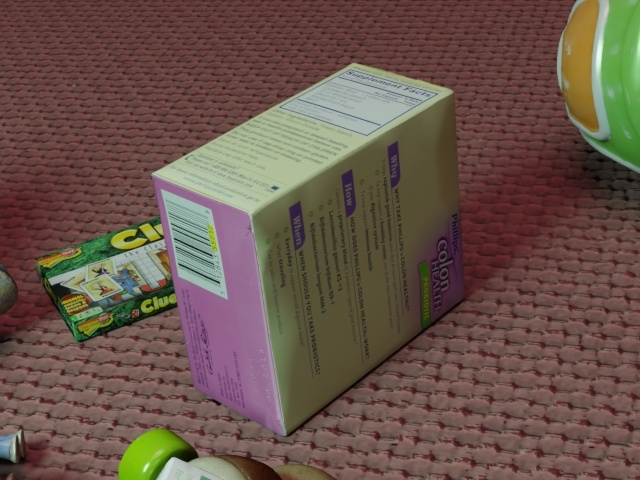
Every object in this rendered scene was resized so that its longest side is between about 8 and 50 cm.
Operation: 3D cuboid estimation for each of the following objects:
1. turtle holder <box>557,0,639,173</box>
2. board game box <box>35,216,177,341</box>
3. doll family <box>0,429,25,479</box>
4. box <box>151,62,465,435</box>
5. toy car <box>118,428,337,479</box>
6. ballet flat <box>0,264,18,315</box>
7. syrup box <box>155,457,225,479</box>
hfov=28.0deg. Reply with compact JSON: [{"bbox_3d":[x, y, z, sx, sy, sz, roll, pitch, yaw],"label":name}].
[{"bbox_3d":[0.386,-0.192,1.295,0.320,0.243,0.227,-33,21,-21],"label":"turtle holder"},{"bbox_3d":[-0.140,0.015,1.270,0.259,0.030,0.136,-20,31,-20],"label":"board game box"},{"bbox_3d":[-0.295,0.174,0.975,0.111,0.076,0.193,-4,-9,0],"label":"doll family"},{"bbox_3d":[0.000,0.000,1.081,0.117,0.214,0.243,22,42,39],"label":"box"},{"bbox_3d":[-0.028,0.210,0.867,0.155,0.149,0.188,28,17,39],"label":"toy car"},{"bbox_3d":[-0.427,0.093,1.157,0.315,0.108,0.106,-10,50,7],"label":"ballet flat"},{"bbox_3d":[-0.100,0.234,0.691,0.096,0.237,0.093,29,34,-6],"label":"syrup box"}]
